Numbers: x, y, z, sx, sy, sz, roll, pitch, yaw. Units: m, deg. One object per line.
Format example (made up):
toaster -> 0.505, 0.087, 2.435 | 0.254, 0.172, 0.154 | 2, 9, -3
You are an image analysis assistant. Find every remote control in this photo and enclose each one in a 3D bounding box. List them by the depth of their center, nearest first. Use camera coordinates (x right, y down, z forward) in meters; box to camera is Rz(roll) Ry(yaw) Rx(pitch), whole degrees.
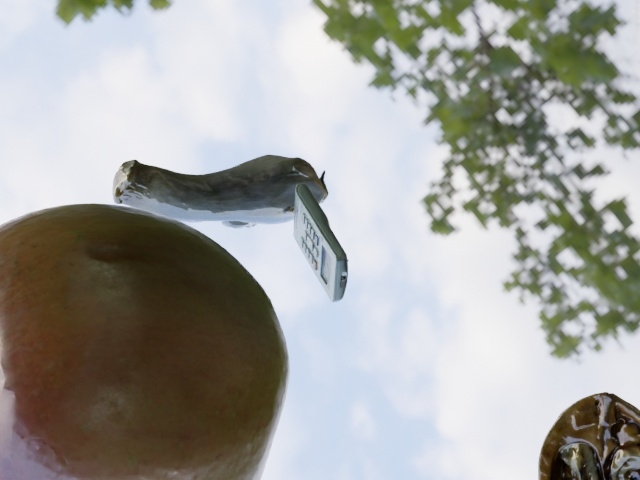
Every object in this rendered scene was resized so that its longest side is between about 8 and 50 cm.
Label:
remote control -> 0.000, 0.000, 1.519 | 0.029, 0.061, 0.162 | -9, -146, -16

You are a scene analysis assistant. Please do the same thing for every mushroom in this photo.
mushroom -> -0.124, -0.064, 1.756 | 0.278, 0.099, 0.096 | -4, -110, -15

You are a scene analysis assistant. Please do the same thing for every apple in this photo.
apple -> -0.189, 0.136, 1.230 | 0.305, 0.338, 0.338 | 1, -127, -36

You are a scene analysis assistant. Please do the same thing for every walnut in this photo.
walnut -> 0.205, 0.166, 1.001 | 0.052, 0.091, 0.121 | -14, -74, -73
